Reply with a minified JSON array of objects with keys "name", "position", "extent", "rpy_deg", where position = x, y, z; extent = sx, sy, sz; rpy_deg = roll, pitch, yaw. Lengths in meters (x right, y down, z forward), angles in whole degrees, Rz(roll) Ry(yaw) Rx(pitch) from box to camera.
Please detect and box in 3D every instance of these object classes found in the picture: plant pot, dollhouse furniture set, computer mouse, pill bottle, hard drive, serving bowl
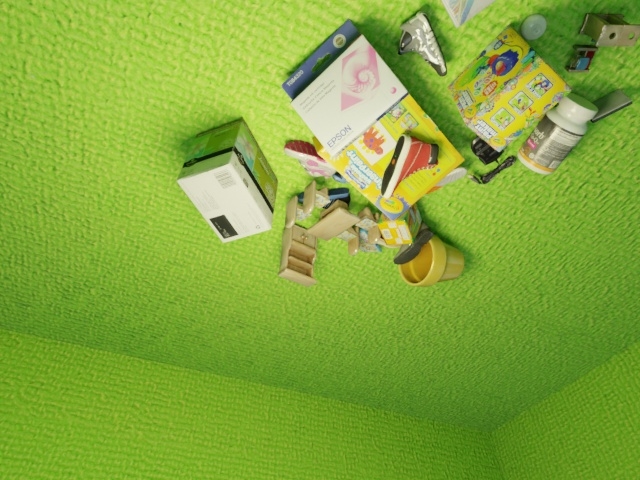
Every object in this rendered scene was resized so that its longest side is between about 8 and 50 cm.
[{"name":"plant pot","position":[0.538,0.097,2.103],"extent":[0.239,0.254,0.254],"rpy_deg":[7,135,-29]},{"name":"dollhouse furniture set","position":[0.937,-0.639,1.475],"extent":[0.129,0.129,0.183],"rpy_deg":[0,132,-1]},{"name":"computer mouse","position":[0.658,-0.337,1.809],"extent":[0.262,0.060,0.184],"rpy_deg":[25,125,-36]},{"name":"dollhouse furniture set","position":[0.000,0.000,1.913],"extent":[0.362,0.256,0.394],"rpy_deg":[24,143,-31]},{"name":"pill bottle","position":[0.893,-0.402,1.677],"extent":[0.162,0.162,0.278],"rpy_deg":[13,131,-12]},{"name":"hard drive","position":[1.053,-0.495,1.634],"extent":[0.135,0.094,0.022],"rpy_deg":[-28,128,23]},{"name":"serving bowl","position":[0.715,-0.708,1.479],"extent":[0.083,0.027,0.083],"rpy_deg":[-1,134,-1]}]

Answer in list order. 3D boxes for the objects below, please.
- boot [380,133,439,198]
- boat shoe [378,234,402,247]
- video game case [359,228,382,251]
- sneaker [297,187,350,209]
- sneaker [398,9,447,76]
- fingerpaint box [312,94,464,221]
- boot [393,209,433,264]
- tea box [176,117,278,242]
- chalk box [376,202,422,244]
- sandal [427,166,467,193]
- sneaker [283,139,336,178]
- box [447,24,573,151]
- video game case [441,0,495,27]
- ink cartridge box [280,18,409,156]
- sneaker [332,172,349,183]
[{"name":"boot","position":[0.332,-0.249,1.616],"extent":[0.176,0.088,0.244],"rpy_deg":[12,117,-20]},{"name":"boat shoe","position":[0.315,-0.009,2.107],"extent":[0.170,0.063,0.059],"rpy_deg":[10,138,-8]},{"name":"video game case","position":[0.204,0.001,2.109],"extent":[0.119,0.015,0.166],"rpy_deg":[1,143,45]},{"name":"sneaker","position":[0.016,-0.171,1.941],"extent":[0.232,0.081,0.090],"rpy_deg":[-4,128,3]},{"name":"sneaker","position":[0.337,-0.645,1.508],"extent":[0.132,0.086,0.228],"rpy_deg":[-21,120,24]},{"name":"fingerpaint box","position":[0.256,-0.348,1.683],"extent":[0.371,0.163,0.445],"rpy_deg":[-43,121,18]},{"name":"boot","position":[0.405,-0.015,2.041],"extent":[0.084,0.161,0.246],"rpy_deg":[14,128,-35]},{"name":"tea box","position":[-0.340,-0.231,1.716],"extent":[0.220,0.323,0.329],"rpy_deg":[-16,132,15]},{"name":"chalk box","position":[0.353,-0.098,1.921],"extent":[0.132,0.213,0.132],"rpy_deg":[-4,130,35]},{"name":"sandal","position":[0.482,-0.265,1.858],"extent":[0.265,0.076,0.102],"rpy_deg":[-22,154,33]},{"name":"sneaker","position":[-0.038,-0.315,1.791],"extent":[0.252,0.103,0.111],"rpy_deg":[20,128,-17]},{"name":"box","position":[0.616,-0.508,1.486],"extent":[0.177,0.289,0.279],"rpy_deg":[29,126,-24]},{"name":"video game case","position":[0.466,-0.868,1.321],"extent":[0.300,0.036,0.329],"rpy_deg":[-30,127,25]},{"name":"ink cartridge box","position":[0.066,-0.507,1.479],"extent":[0.324,0.071,0.330],"rpy_deg":[-39,87,18]},{"name":"sneaker","position":[0.120,-0.274,1.862],"extent":[0.144,0.053,0.059],"rpy_deg":[0,133,-19]}]
